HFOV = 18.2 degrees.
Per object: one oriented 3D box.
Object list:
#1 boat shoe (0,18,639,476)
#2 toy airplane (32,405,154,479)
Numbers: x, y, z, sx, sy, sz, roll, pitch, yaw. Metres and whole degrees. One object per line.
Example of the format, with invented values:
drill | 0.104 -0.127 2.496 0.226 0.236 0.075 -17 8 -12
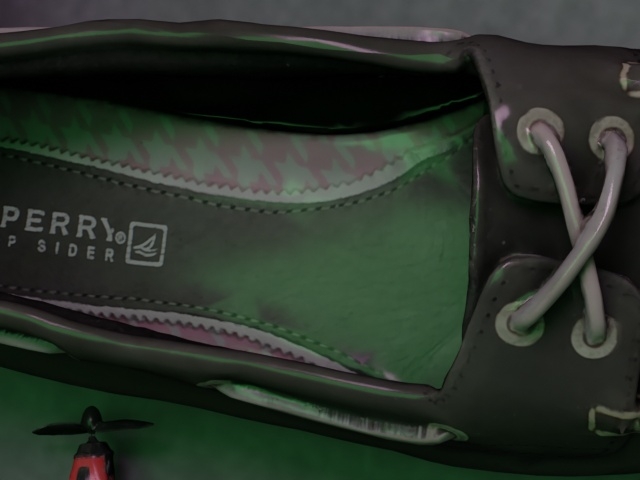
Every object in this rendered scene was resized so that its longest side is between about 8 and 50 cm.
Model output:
boat shoe | 0.000 0.000 0.512 0.335 0.095 0.112 4 88 22
toy airplane | -0.056 0.122 0.562 0.151 0.028 0.151 -2 86 23
